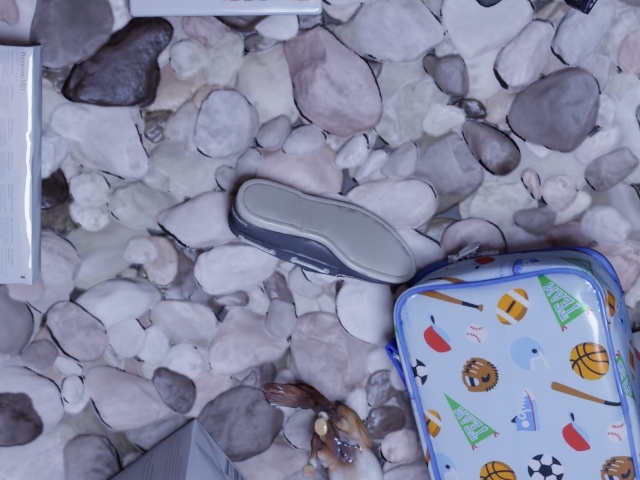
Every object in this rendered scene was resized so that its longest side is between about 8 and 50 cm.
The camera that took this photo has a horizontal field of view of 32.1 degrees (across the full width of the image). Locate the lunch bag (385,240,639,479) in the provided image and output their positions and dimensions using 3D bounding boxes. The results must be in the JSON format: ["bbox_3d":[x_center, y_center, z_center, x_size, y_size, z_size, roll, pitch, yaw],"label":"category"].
[{"bbox_3d":[0.202,0.150,1.151,0.243,0.115,0.303,-9,102,23],"label":"lunch bag"}]

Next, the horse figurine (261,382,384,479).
[{"bbox_3d":[0.029,0.253,1.171,0.066,0.174,0.263,-25,89,10],"label":"horse figurine"}]

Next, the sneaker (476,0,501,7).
[{"bbox_3d":[0.191,-0.348,1.089,0.132,0.086,0.228,39,87,-5],"label":"sneaker"}]

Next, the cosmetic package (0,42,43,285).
[{"bbox_3d":[-0.332,-0.078,1.118,0.099,0.060,0.239,3,102,-2],"label":"cosmetic package"}]

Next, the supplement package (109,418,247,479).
[{"bbox_3d":[-0.197,0.360,1.157,0.293,0.175,0.177,-36,103,4],"label":"supplement package"}]

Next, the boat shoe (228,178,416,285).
[{"bbox_3d":[0.000,0.000,1.165,0.206,0.075,0.065,22,143,-13],"label":"boat shoe"}]

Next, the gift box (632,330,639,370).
[{"bbox_3d":[0.478,0.181,1.130,0.276,0.255,0.258,-20,110,-2],"label":"gift box"}]

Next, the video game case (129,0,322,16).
[{"bbox_3d":[-0.096,-0.330,1.099,0.193,0.023,0.212,-1,102,-3],"label":"video game case"}]

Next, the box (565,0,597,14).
[{"bbox_3d":[0.260,-0.293,1.065,0.029,0.162,0.116,37,100,25],"label":"box"}]
